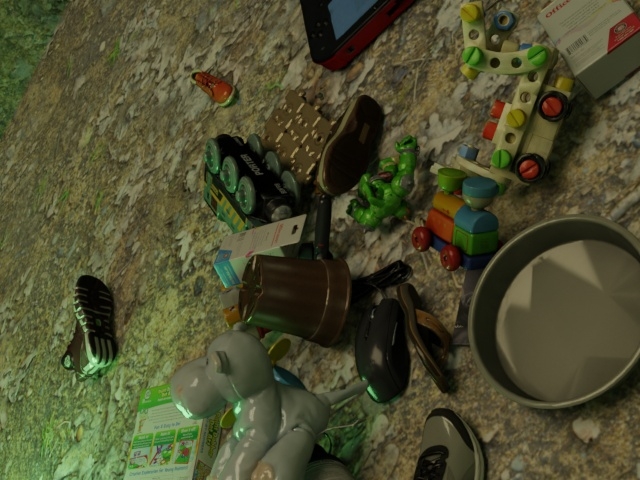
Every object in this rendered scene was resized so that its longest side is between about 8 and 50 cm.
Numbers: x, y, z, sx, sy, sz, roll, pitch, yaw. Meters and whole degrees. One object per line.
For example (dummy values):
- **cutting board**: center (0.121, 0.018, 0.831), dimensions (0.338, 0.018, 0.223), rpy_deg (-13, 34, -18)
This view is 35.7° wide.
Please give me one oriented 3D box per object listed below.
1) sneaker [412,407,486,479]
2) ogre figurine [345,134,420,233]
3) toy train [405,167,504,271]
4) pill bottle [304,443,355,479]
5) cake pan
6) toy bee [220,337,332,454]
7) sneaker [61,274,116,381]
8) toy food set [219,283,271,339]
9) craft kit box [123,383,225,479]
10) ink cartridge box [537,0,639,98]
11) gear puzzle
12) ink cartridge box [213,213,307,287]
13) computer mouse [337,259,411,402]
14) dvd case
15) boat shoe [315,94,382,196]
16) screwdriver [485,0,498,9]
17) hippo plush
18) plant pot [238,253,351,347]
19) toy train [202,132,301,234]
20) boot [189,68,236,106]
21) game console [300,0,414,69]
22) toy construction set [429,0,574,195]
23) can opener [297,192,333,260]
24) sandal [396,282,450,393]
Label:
- **sneaker**: center (0.172, 0.372, 1.453), dimensions (0.100, 0.108, 0.271), rpy_deg (-24, 49, 42)
- **ogre figurine**: center (0.115, -0.090, 1.824), dimensions (0.197, 0.097, 0.118), rpy_deg (-30, 34, 20)
- **toy train**: center (0.203, -0.055, 1.621), dimensions (0.248, 0.105, 0.143), rpy_deg (38, 130, 56)
- **pill bottle**: center (0.007, 0.419, 1.597), dimensions (0.123, 0.123, 0.219), rpy_deg (-57, 28, 6)
- **cake pan**: center (0.350, 0.105, 1.426), dimensions (0.293, 0.054, 0.293), rpy_deg (-21, 55, 33)
- **toy bee**: center (-0.104, 0.265, 1.805), dimensions (0.298, 0.162, 0.195), rpy_deg (11, 75, 52)
- **sneaker**: center (-0.595, 0.227, 2.464), dimensions (0.162, 0.106, 0.281), rpy_deg (-45, 40, 27)
- **toy food set**: center (-0.128, 0.132, 1.927), dimensions (0.104, 0.111, 0.232), rpy_deg (-21, 8, -3)
- **craft kit box**: center (-0.301, 0.412, 2.036), dimensions (0.250, 0.061, 0.246), rpy_deg (-17, 58, 43)
- **ink cartridge box**: center (0.444, -0.334, 1.596), dimensions (0.127, 0.072, 0.175), rpy_deg (-37, 42, 21)
- **gear puzzle**: center (-0.022, -0.191, 2.100), dimensions (0.175, 0.044, 0.339), rpy_deg (-54, 40, 10)
- **ink cartridge box**: center (-0.104, 0.020, 1.918), dimensions (0.181, 0.061, 0.104), rpy_deg (-15, 29, 19)
- **computer mouse**: center (0.071, 0.162, 1.744), dimensions (0.184, 0.060, 0.262), rpy_deg (-23, 51, 39)
- **dvd case**: center (0.306, 0.085, 1.549), dimensions (0.221, 0.018, 0.164), rpy_deg (-6, 63, 48)
- **boat shoe**: center (0.044, -0.171, 1.943), dimensions (0.095, 0.095, 0.257), rpy_deg (-28, 25, 46)
- **screwdriver**: center (0.370, -0.476, 1.834), dimensions (0.170, 0.025, 0.024), rpy_deg (-41, 41, 39)
- **hippo plush**: center (-0.114, 0.271, 1.578), dimensions (0.294, 0.236, 0.234), rpy_deg (-32, 17, 19)
- **plant pot**: center (-0.052, 0.101, 1.791), dimensions (0.167, 0.165, 0.167), rpy_deg (-169, 90, -69)
- **toy train**: center (-0.149, -0.095, 2.090), dimensions (0.334, 0.142, 0.190), rpy_deg (49, 141, 47)
- **boot**: center (-0.271, -0.383, 2.478), dimensions (0.059, 0.084, 0.158), rpy_deg (-58, 38, 2)
- **game console**: center (0.105, -0.582, 2.177), dimensions (0.386, 0.060, 0.342), rpy_deg (-39, 42, 26)
- **toy construction set**: center (0.285, -0.203, 1.599), dimensions (0.215, 0.151, 0.327), rpy_deg (22, 119, 17)
- **can opener**: center (0.000, 0.000, 1.874), dimensions (0.059, 0.073, 0.186), rpy_deg (-95, 11, -56)
- **sandal**: center (0.179, 0.149, 1.625), dimensions (0.060, 0.090, 0.219), rpy_deg (-24, 39, 11)
